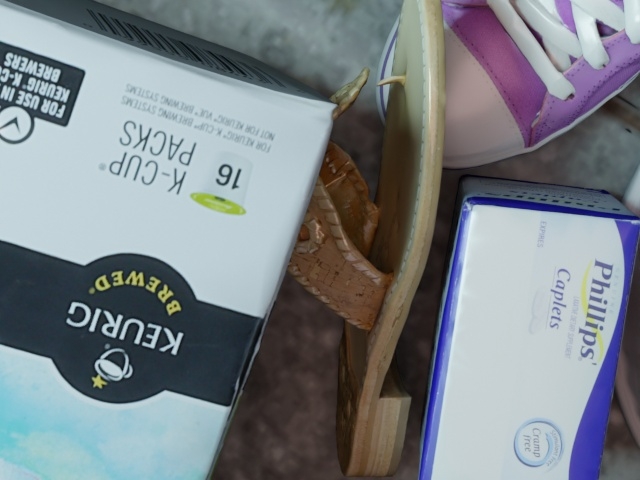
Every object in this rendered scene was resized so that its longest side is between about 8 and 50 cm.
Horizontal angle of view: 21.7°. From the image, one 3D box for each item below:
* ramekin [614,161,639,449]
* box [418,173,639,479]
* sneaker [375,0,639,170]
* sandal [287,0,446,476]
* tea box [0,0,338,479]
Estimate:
[{"bbox_3d":[0.261,0.033,0.712,0.273,0.127,0.273,0,96,2],"label":"ramekin"},{"bbox_3d":[0.085,0.041,0.715,0.072,0.137,0.126,8,97,2],"label":"box"},{"bbox_3d":[0.138,-0.127,0.684,0.282,0.161,0.102,-38,95,7],"label":"sneaker"},{"bbox_3d":[0.001,0.003,0.707,0.079,0.088,0.240,0,122,-7],"label":"sandal"},{"bbox_3d":[-0.216,0.033,0.646,0.329,0.220,0.323,17,98,-18],"label":"tea box"}]
